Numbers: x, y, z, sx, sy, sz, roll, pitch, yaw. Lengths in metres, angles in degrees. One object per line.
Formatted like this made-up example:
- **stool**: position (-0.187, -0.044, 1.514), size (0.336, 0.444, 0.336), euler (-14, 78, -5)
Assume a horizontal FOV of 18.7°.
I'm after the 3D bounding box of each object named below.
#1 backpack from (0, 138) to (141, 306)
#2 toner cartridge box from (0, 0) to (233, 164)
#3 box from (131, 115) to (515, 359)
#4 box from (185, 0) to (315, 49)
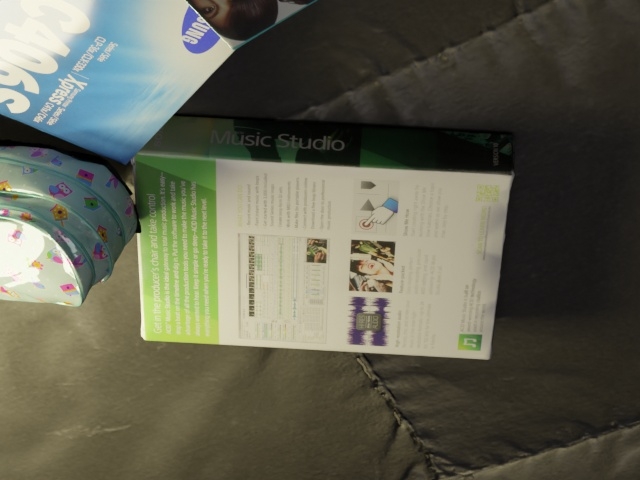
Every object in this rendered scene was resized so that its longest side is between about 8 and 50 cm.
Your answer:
- **backpack**: position (-0.243, -0.014, 1.634), size (0.182, 0.115, 0.152), euler (7, 144, 30)
- **toner cartridge box**: position (-0.155, -0.171, 1.439), size (0.165, 0.075, 0.348), euler (21, 156, -16)
- **box**: position (0.000, 0.000, 1.697), size (0.322, 0.058, 0.232), euler (3, 134, 0)
- **box**: position (-0.088, -0.227, 1.116), size (0.100, 0.060, 0.244), euler (-28, 123, 29)
